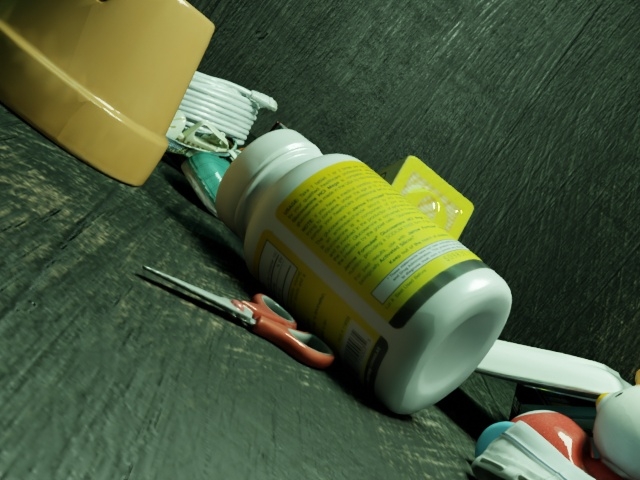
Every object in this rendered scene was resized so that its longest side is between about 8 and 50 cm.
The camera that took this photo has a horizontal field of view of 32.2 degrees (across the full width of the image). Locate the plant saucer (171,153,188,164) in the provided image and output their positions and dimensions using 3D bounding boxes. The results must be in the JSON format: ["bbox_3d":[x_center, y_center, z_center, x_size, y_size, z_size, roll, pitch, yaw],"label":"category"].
[{"bbox_3d":[-0.175,-0.113,1.771,0.198,0.036,0.198,40,5,-4],"label":"plant saucer"}]

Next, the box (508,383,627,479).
[{"bbox_3d":[0.455,0.303,1.624,0.318,0.097,0.395,12,3,4],"label":"box"}]

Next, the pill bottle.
[{"bbox_3d":[0.037,0.022,1.252,0.334,0.188,0.188,43,6,28],"label":"pill bottle"}]

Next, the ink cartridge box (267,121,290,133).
[{"bbox_3d":[-0.087,-0.149,2.145,0.078,0.134,0.231,37,6,-12],"label":"ink cartridge box"}]

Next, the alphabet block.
[{"bbox_3d":[0.176,-0.038,2.379,0.193,0.192,0.197,36,-25,-16],"label":"alphabet block"}]

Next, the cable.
[{"bbox_3d":[-0.225,-0.230,1.769,0.257,0.089,0.257,15,5,-35],"label":"cable"}]

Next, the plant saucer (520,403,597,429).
[{"bbox_3d":[0.363,0.240,1.493,0.192,0.018,0.067,6,6,-28],"label":"plant saucer"}]

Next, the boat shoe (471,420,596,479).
[{"bbox_3d":[0.234,0.271,1.099,0.095,0.084,0.258,58,-8,-19],"label":"boat shoe"}]

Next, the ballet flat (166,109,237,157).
[{"bbox_3d":[-0.199,-0.156,1.609,0.188,0.070,0.070,18,18,-42],"label":"ballet flat"}]

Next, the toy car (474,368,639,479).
[{"bbox_3d":[0.339,0.234,1.293,0.210,0.238,0.219,42,6,32],"label":"toy car"}]

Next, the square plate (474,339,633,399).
[{"bbox_3d":[0.277,0.176,1.566,0.344,0.049,0.347,10,-6,23],"label":"square plate"}]

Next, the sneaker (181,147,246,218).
[{"bbox_3d":[-0.092,-0.099,1.587,0.108,0.121,0.302,56,16,12],"label":"sneaker"}]

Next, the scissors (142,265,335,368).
[{"bbox_3d":[-0.064,0.073,1.037,0.109,0.021,0.297,43,5,21],"label":"scissors"}]

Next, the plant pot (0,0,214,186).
[{"bbox_3d":[-0.258,-0.229,1.266,0.291,0.203,0.291,40,5,-4],"label":"plant pot"}]
